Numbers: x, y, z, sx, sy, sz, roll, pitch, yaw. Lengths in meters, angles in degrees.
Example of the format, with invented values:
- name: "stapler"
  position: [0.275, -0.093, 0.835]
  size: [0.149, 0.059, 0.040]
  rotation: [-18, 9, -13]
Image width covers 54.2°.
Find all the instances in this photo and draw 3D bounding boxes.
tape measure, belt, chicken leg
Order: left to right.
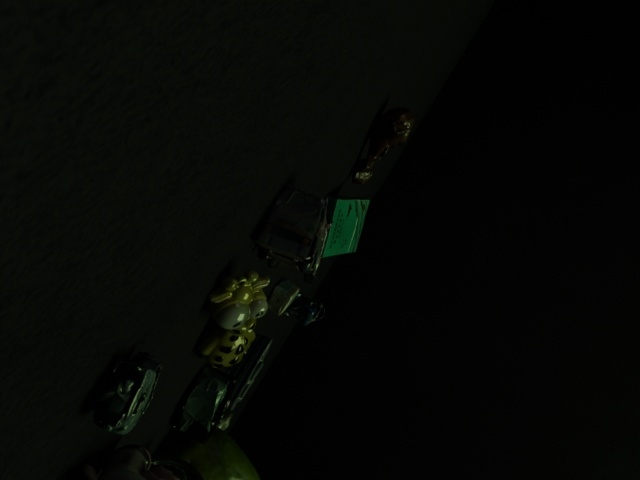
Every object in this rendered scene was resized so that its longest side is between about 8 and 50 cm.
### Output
- name: "tape measure"
  position: [-0.232, 0.183, 0.751]
  size: [0.091, 0.054, 0.094]
  rotation: [27, 86, -86]
- name: "belt"
  position: [-0.253, 0.364, 1.386]
  size: [0.151, 0.078, 0.198]
  rotation: [-60, 172, -47]
- name: "chicken leg"
  position: [0.155, -0.253, 1.718]
  size: [0.113, 0.093, 0.304]
  rotation: [-31, 167, -38]

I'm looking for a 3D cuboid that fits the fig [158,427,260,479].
- name: "fig"
  position: [-0.268, 0.589, 1.496]
  size: [0.233, 0.314, 0.233]
  rotation: [-32, -175, 3]

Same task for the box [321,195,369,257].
- name: "box"
  position: [0.059, -0.041, 1.715]
  size: [0.226, 0.042, 0.160]
  rotation: [-6, 113, -64]

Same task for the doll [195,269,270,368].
- name: "doll"
  position: [-0.153, 0.146, 1.097]
  size: [0.117, 0.086, 0.291]
  rotation: [-20, 152, -29]

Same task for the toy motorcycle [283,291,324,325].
- name: "toy motorcycle"
  position: [-0.057, 0.242, 2.204]
  size: [0.092, 0.136, 0.254]
  rotation: [-59, 175, 10]

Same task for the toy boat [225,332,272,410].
- name: "toy boat"
  position: [-0.217, 0.372, 1.813]
  size: [0.282, 0.078, 0.127]
  rotation: [-62, 173, 30]

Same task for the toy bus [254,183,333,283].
- name: "toy bus"
  position: [-0.042, -0.005, 1.187]
  size: [0.317, 0.113, 0.137]
  rotation: [89, 23, -82]

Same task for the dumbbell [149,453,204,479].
- name: "dumbbell"
  position: [-0.362, 0.603, 1.268]
  size: [0.406, 0.179, 0.179]
  rotation: [-60, 174, 24]

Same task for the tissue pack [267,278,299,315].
- name: "tissue pack"
  position: [-0.103, 0.154, 1.714]
  size: [0.074, 0.059, 0.094]
  rotation: [-58, 174, 17]

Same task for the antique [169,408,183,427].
- name: "antique"
  position: [-0.311, 0.400, 1.451]
  size: [0.031, 0.015, 0.192]
  rotation: [-58, 175, -3]

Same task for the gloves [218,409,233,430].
- name: "gloves"
  position: [-0.315, 0.536, 1.830]
  size: [0.114, 0.070, 0.153]
  rotation: [-41, 176, 9]

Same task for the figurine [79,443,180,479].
- name: "figurine"
  position: [-0.322, 0.490, 0.899]
  size: [0.211, 0.253, 0.361]
  rotation: [20, 95, -40]
